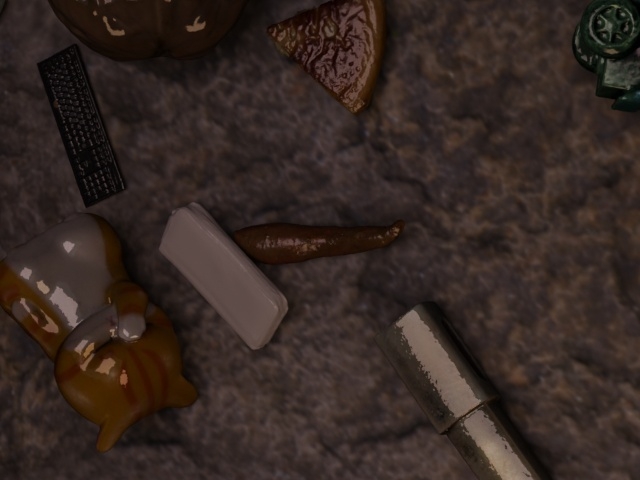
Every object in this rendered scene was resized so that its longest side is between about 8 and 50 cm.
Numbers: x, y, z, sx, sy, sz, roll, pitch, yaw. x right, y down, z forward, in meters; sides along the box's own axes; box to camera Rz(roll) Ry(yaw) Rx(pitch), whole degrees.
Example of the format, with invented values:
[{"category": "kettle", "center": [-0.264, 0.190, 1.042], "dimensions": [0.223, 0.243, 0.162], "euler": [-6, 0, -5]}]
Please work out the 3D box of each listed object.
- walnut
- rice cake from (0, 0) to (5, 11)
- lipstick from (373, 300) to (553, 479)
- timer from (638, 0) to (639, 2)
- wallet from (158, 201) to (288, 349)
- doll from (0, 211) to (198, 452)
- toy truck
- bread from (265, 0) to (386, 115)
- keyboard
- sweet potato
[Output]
[{"category": "walnut", "center": [-0.198, -0.339, 1.946], "dimensions": [0.273, 0.227, 0.273], "euler": [0, 89, 18]}, {"category": "rice cake", "center": [-0.459, -0.227, 2.137], "dimensions": [0.033, 0.033, 0.208], "euler": [34, 99, 30]}, {"category": "lipstick", "center": [0.162, 0.189, 1.853], "dimensions": [0.077, 0.079, 0.253], "euler": [-38, 74, 14]}, {"category": "timer", "center": [0.466, -0.340, 1.677], "dimensions": [0.309, 0.115, 0.340], "euler": [30, 79, -12]}, {"category": "wallet", "center": [-0.116, 0.039, 1.974], "dimensions": [0.190, 0.033, 0.095], "euler": [48, 134, 16]}, {"category": "doll", "center": [-0.272, 0.095, 1.980], "dimensions": [0.166, 0.162, 0.270], "euler": [-31, 68, -16]}, {"category": "toy truck", "center": [0.356, -0.276, 1.782], "dimensions": [0.156, 0.155, 0.279], "euler": [10, 89, 5]}, {"category": "bread", "center": [0.029, -0.241, 1.948], "dimensions": [0.154, 0.054, 0.136], "euler": [40, 101, 13]}, {"category": "keyboard", "center": [-0.296, -0.143, 2.083], "dimensions": [0.063, 0.010, 0.198], "euler": [-24, 78, 19]}, {"category": "sweet potato", "center": [0.000, 0.000, 1.941], "dimensions": [0.214, 0.050, 0.050], "euler": [-3, 85, 22]}]
